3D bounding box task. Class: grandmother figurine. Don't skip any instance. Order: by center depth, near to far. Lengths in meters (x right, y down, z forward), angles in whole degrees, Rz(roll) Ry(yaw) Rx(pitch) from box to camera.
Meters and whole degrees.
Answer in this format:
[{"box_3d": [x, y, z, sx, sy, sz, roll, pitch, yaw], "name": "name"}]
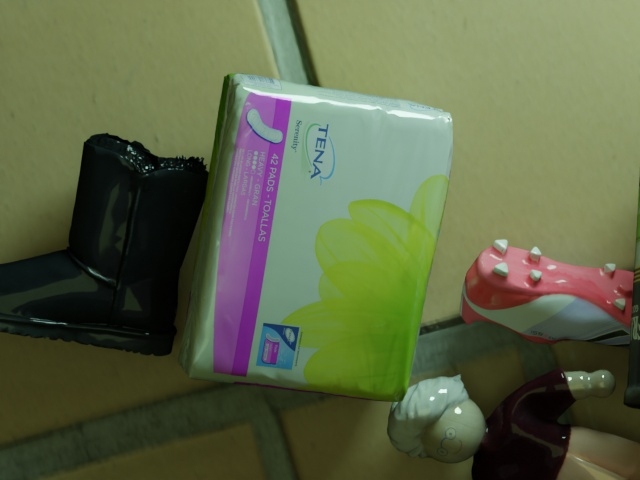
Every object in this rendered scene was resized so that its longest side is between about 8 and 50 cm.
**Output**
[{"box_3d": [0.232, 0.217, 1.905, 0.342, 0.104, 0.208, 19, 99, 0], "name": "grandmother figurine"}]

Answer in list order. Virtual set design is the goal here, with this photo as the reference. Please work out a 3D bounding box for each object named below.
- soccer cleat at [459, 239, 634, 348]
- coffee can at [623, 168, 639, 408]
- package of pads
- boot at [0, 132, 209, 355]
[{"box_3d": [0.260, 0.071, 1.914, 0.248, 0.083, 0.095, 16, 133, -7], "name": "soccer cleat"}, {"box_3d": [0.389, 0.023, 1.783, 0.201, 0.201, 0.275, 4, 83, 2], "name": "coffee can"}, {"box_3d": [0.000, 0.000, 1.876, 0.229, 0.101, 0.297, 8, 96, -13], "name": "package of pads"}, {"box_3d": [-0.242, -0.006, 1.910, 0.246, 0.094, 0.207, 10, 99, -5], "name": "boot"}]
